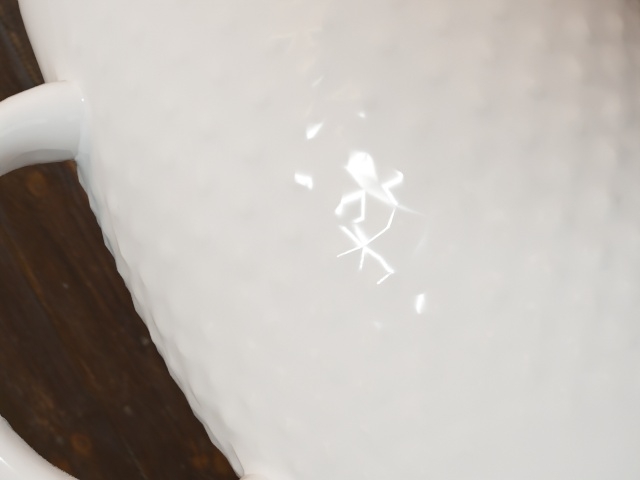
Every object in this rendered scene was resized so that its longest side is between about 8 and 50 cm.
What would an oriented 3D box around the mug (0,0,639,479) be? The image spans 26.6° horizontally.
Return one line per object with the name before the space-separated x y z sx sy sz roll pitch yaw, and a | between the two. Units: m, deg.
mug | 0.000 0.000 0.616 0.374 0.276 0.328 -17 76 -23
